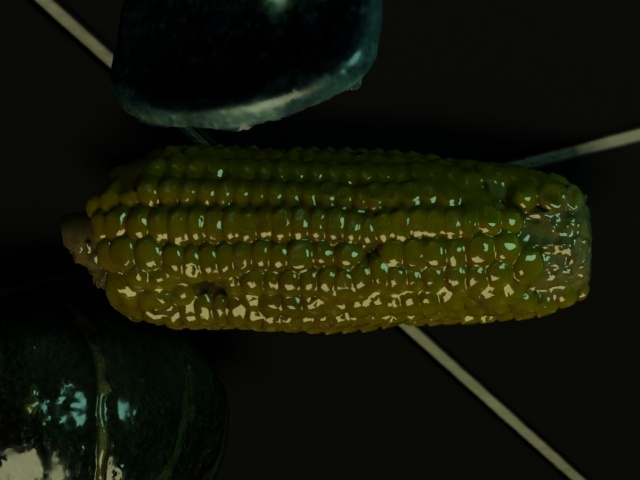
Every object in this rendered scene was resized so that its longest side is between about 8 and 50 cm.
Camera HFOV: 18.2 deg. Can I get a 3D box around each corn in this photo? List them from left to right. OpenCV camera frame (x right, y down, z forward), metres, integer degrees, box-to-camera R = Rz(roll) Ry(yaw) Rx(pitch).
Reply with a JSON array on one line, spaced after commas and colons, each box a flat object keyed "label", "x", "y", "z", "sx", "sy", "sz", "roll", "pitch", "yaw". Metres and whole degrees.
[{"label": "corn", "x": 0.000, "y": 0.000, "z": 0.966, "sx": 0.261, "sy": 0.097, "sz": 0.097, "roll": 1, "pitch": 148, "yaw": 10}]

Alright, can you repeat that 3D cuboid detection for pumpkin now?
[{"label": "pumpkin", "x": -0.146, "y": 0.106, "z": 1.124, "sx": 0.190, "sy": 0.146, "sz": 0.190, "roll": 5, "pitch": 147, "yaw": 3}]

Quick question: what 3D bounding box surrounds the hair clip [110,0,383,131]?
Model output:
[{"label": "hair clip", "x": -0.037, "y": -0.166, "z": 0.626, "sx": 0.310, "sy": 0.194, "sz": 0.206, "roll": -2, "pitch": 141, "yaw": 20}]
